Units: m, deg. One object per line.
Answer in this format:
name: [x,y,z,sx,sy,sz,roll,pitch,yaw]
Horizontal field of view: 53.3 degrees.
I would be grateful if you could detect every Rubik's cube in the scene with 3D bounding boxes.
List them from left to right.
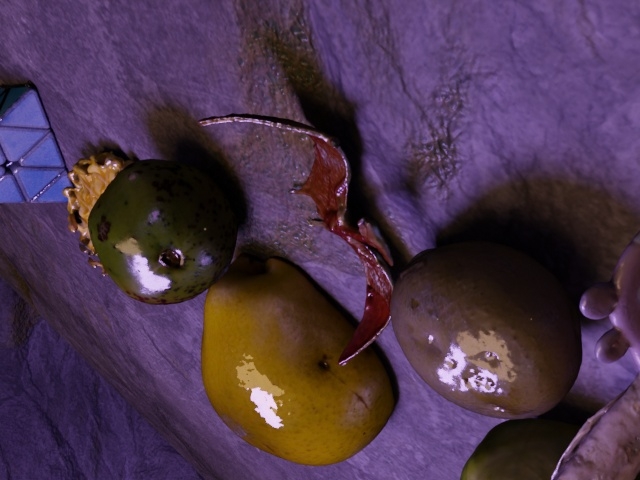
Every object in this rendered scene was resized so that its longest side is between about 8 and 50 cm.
Rubik's cube: [-0.627,-0.189,1.255,0.228,0.229,0.233,3,97,0]

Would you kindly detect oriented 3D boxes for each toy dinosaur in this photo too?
toy dinosaur: [-0.002,0.002,0.739,0.206,0.113,0.327,47,163,36]

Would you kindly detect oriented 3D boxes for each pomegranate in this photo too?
pomegranate: [-0.230,-0.022,0.949,0.214,0.214,0.248,59,180,-23]

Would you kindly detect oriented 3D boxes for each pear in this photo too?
pear: [-0.070,0.227,1.028,0.340,0.191,0.386,0,128,50]

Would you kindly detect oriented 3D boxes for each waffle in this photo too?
waffle: [-0.365,-0.030,1.138,0.280,0.060,0.262,-15,97,42]

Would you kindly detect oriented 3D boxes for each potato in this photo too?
potato: [0.154,0.082,0.625,0.235,0.160,0.178,25,131,66]

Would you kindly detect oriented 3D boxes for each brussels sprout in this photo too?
brussels sprout: [0.259,0.302,0.709,0.223,0.223,0.161,33,136,20]

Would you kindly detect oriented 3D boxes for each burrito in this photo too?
burrito: [0.272,0.192,0.591,0.060,0.226,0.087,40,-175,41]

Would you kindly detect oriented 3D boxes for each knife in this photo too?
knife: [0.324,0.144,0.535,0.398,0.132,0.038,56,176,-28]
